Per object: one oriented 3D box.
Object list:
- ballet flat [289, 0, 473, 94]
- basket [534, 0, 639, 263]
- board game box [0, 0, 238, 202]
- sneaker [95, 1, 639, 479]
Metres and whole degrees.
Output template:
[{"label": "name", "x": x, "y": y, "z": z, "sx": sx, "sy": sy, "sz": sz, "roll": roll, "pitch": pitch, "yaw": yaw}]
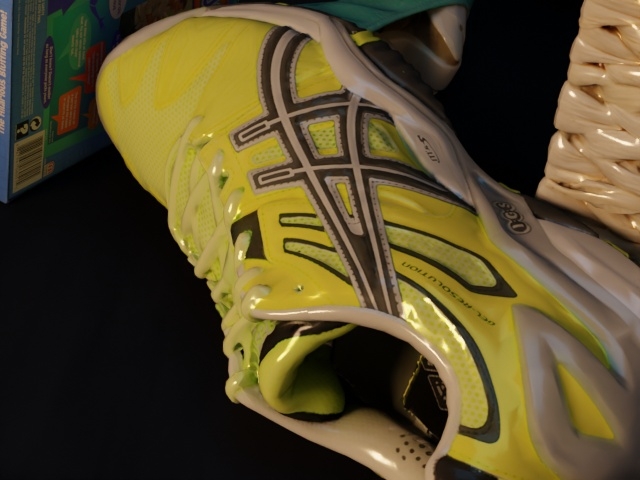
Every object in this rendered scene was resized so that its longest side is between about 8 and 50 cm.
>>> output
[{"label": "ballet flat", "x": 0.041, "y": -0.126, "z": 0.942, "sx": 0.247, "sy": 0.083, "sz": 0.087, "roll": -26, "pitch": 72, "yaw": -41}, {"label": "basket", "x": 0.308, "y": -0.049, "z": 0.718, "sx": 0.331, "sy": 0.267, "sz": 0.328, "roll": 23, "pitch": 36, "yaw": 20}, {"label": "board game box", "x": -0.122, "y": -0.135, "z": 0.824, "sx": 0.047, "sy": 0.160, "sz": 0.210, "roll": 26, "pitch": 37, "yaw": 23}, {"label": "sneaker", "x": 0.000, "y": 0.000, "z": 0.676, "sx": 0.147, "sy": 0.145, "sz": 0.384, "roll": -21, "pitch": 43, "yaw": -37}]
